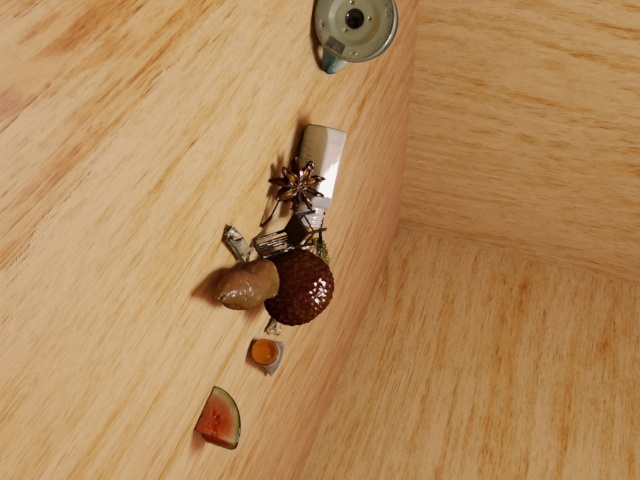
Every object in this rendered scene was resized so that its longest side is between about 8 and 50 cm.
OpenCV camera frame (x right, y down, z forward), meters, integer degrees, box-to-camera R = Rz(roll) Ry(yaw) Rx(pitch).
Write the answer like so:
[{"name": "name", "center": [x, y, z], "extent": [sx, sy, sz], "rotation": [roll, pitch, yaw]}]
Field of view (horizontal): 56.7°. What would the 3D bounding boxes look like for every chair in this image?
[{"name": "chair", "center": [-0.096, -0.020, 1.794], "extent": [0.212, 0.084, 0.101], "rotation": [-14, 154, -41]}]

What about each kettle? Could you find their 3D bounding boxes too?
[{"name": "kettle", "center": [0.111, -0.674, 1.920], "extent": [0.319, 0.247, 0.342], "rotation": [-47, -178, 19]}]

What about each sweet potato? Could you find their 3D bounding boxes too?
[{"name": "sweet potato", "center": [-0.218, 0.137, 1.627], "extent": [0.337, 0.131, 0.131], "rotation": [-27, 130, -70]}]

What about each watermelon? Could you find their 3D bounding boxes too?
[{"name": "watermelon", "center": [-0.296, 0.552, 1.771], "extent": [0.145, 0.137, 0.193], "rotation": [80, -13, -55]}]

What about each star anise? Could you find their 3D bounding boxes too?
[{"name": "star anise", "center": [-0.097, -0.155, 1.802], "extent": [0.234, 0.073, 0.177], "rotation": [-22, 113, -17]}]

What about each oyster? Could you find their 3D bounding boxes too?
[{"name": "oyster", "center": [-0.150, 0.300, 2.164], "extent": [0.121, 0.045, 0.146], "rotation": [78, 23, -52]}]

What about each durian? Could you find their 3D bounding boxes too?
[{"name": "durian", "center": [-0.012, 0.053, 2.335], "extent": [0.146, 0.102, 0.208], "rotation": [-55, 152, -38]}]

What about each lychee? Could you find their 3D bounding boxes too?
[{"name": "lychee", "center": [-0.077, 0.143, 1.889], "extent": [0.260, 0.261, 0.260], "rotation": [15, 90, -75]}]

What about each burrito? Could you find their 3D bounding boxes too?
[{"name": "burrito", "center": [-0.226, 0.012, 1.637], "extent": [0.171, 0.042, 0.051], "rotation": [75, 36, -66]}]

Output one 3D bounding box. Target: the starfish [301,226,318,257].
[{"name": "starfish", "center": [-0.045, 0.039, 2.143], "extent": [0.312, 0.113, 0.303], "rotation": [85, -2, -52]}]

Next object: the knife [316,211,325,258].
[{"name": "knife", "center": [-0.002, -0.002, 2.254], "extent": [0.045, 0.021, 0.222], "rotation": [-150, -117, -63]}]

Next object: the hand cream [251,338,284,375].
[{"name": "hand cream", "center": [-0.171, 0.406, 2.117], "extent": [0.314, 0.089, 0.139], "rotation": [73, 35, -70]}]

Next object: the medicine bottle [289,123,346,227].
[{"name": "medicine bottle", "center": [-0.017, -0.208, 1.936], "extent": [0.124, 0.179, 0.324], "rotation": [10, 96, -30]}]
